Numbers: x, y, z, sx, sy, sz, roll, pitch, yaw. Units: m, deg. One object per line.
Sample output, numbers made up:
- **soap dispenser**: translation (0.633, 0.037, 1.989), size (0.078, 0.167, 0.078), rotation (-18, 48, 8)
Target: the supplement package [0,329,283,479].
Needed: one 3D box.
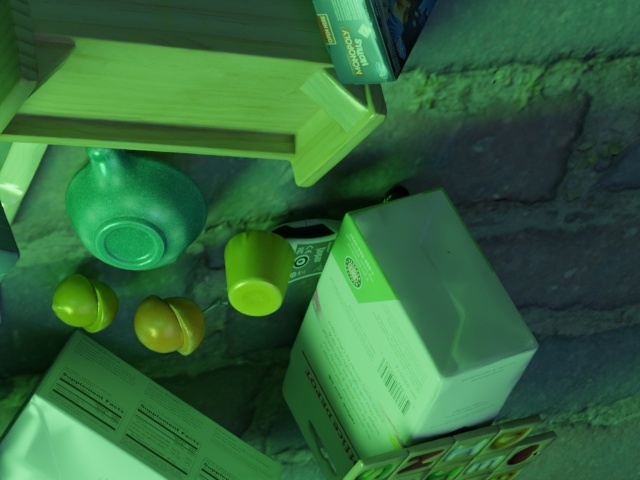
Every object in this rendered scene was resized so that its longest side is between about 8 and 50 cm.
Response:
- **supplement package**: translation (-0.208, 0.261, 1.844), size (0.262, 0.145, 0.204), rotation (34, 115, -6)

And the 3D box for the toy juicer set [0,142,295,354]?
- **toy juicer set**: translation (-0.201, -0.008, 1.728), size (0.329, 0.089, 0.209), rotation (36, 127, -29)

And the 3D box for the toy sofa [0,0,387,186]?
- **toy sofa**: translation (-0.136, -0.162, 1.573), size (0.362, 0.177, 0.150), rotation (2, 153, -31)

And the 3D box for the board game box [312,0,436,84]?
- **board game box**: translation (0.055, -0.266, 1.563), size (0.060, 0.194, 0.194), rotation (0, 123, 32)

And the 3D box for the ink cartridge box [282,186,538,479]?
- **ink cartridge box**: translation (0.080, 0.133, 1.883), size (0.119, 0.207, 0.353), rotation (-17, 153, -25)

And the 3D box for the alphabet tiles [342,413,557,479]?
- **alphabet tiles**: translation (0.078, 0.276, 1.893), size (0.342, 0.011, 0.285), rotation (-10, 150, -34)

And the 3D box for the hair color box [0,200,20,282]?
- **hair color box**: translation (-0.357, -0.058, 1.357), size (0.113, 0.374, 0.185), rotation (17, 121, -39)

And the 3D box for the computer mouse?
- **computer mouse**: translation (0.000, 0.000, 1.868), size (0.193, 0.042, 0.106), rotation (-10, 140, -28)
